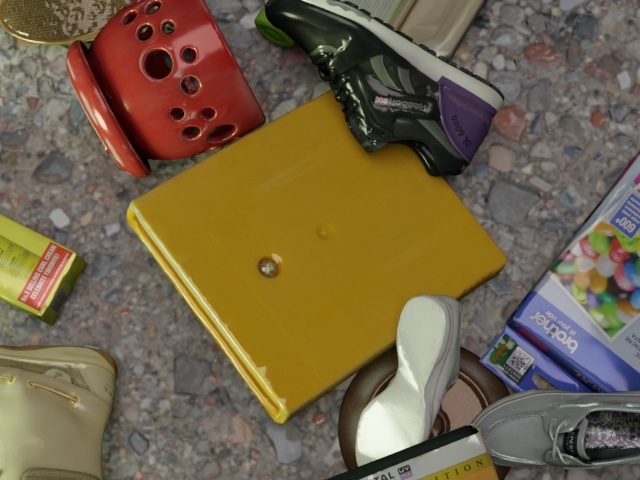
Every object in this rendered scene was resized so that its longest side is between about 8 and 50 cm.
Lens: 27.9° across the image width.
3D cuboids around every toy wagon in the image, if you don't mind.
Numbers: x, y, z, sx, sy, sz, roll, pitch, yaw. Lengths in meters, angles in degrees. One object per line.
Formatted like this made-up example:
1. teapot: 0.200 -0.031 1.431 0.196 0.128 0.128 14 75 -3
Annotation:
1. toy wagon: 0.028 -0.339 1.520 0.344 0.068 0.267 29 79 9

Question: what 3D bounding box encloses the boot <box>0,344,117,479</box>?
1. boot: -0.349 0.214 1.350 0.261 0.095 0.203 0 52 -5

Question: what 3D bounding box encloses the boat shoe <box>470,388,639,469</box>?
1. boat shoe: 0.266 0.196 1.327 0.227 0.081 0.079 -7 94 7

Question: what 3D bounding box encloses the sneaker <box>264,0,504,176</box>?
1. sneaker: 0.055 -0.166 1.395 0.283 0.107 0.124 27 87 -8

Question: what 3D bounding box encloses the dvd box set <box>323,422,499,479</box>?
1. dvd box set: 0.089 0.431 1.277 0.307 0.062 0.421 -20 92 -4

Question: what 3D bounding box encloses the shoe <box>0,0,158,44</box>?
1. shoe: -0.271 -0.271 1.524 0.219 0.058 0.077 -3 96 5

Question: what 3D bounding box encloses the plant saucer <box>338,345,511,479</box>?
1. plant saucer: 0.117 0.204 1.400 0.198 0.036 0.199 -1 77 3

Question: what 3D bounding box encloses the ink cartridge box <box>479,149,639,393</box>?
1. ink cartridge box: 0.340 0.065 1.408 0.185 0.065 0.311 39 83 5

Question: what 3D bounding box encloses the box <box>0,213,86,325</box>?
1. box: -0.388 0.006 1.453 0.232 0.058 0.087 27 78 8

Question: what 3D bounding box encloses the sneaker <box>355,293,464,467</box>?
1. sneaker: 0.108 0.160 1.357 0.080 0.094 0.212 25 101 29

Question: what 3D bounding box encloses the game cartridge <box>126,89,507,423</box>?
1. game cartridge: 0.000 0.000 1.403 0.323 0.053 0.285 -31 76 -26

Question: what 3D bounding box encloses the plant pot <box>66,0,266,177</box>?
1. plant pot: -0.176 -0.177 1.425 0.174 0.191 0.191 -27 77 -2
